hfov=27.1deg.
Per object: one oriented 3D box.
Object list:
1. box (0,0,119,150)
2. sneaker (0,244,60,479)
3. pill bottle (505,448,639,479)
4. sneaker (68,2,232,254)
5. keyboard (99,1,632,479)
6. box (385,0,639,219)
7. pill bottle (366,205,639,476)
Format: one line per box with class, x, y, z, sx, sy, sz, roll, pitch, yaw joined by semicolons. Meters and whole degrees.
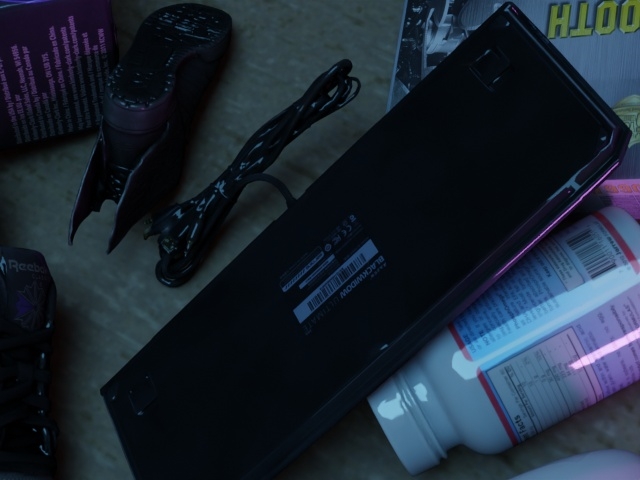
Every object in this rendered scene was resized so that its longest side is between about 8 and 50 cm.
box;-0.266;-0.139;0.777;0.270;0.143;0.165;-13;64;-11
sneaker;-0.192;0.067;0.718;0.124;0.107;0.283;-41;66;15
pill bottle;0.137;0.235;0.569;0.146;0.146;0.264;-27;65;2
sneaker;-0.100;-0.071;0.791;0.051;0.089;0.170;17;36;8
keyboard;0.000;0.000;0.708;0.317;0.033;0.201;-42;48;13
box;0.155;-0.103;0.720;0.231;0.056;0.183;1;68;28
pill bottle;0.102;0.055;0.679;0.160;0.087;0.087;-28;65;2
